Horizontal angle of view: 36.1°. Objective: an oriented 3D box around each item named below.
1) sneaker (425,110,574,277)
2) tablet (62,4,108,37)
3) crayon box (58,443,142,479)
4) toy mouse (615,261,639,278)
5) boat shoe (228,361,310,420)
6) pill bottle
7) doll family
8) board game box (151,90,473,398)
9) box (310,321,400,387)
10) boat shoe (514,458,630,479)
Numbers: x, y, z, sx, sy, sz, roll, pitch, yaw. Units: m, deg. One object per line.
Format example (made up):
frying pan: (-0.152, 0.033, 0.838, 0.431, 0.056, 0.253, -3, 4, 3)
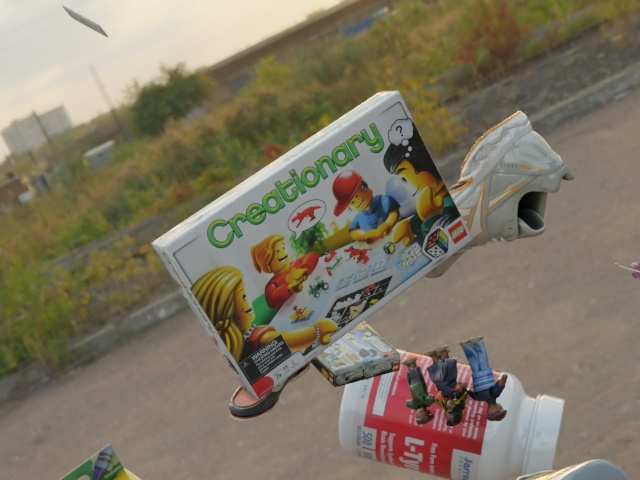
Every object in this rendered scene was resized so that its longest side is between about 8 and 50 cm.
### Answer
sneaker: (0.203, -0.025, 1.194, 0.099, 0.121, 0.262, -29, -22, -43)
tablet: (-0.426, -0.396, 1.779, 0.006, 0.083, 0.054, -60, -11, -7)
crayon box: (-0.335, 0.522, 1.586, 0.203, 0.323, 0.083, -35, 23, -27)
toy mouse: (0.512, 0.055, 1.493, 0.143, 0.031, 0.161, 5, 7, -11)
boat shoe: (-0.056, 0.152, 1.105, 0.049, 0.043, 0.137, 22, 39, 28)
pill bottle: (0.258, 0.351, 1.921, 0.407, 0.229, 0.229, 10, 22, 17)
doll family: (0.180, 0.199, 1.320, 0.076, 0.111, 0.193, -8, -14, -21)
board game box: (0.000, 0.000, 1.047, 0.305, 0.193, 0.053, -36, 19, -17)
box: (0.027, 0.133, 1.249, 0.094, 0.027, 0.137, -11, 27, -24)
boat shoe: (0.165, 0.291, 0.962, 0.306, 0.113, 0.105, -21, -4, -29)
